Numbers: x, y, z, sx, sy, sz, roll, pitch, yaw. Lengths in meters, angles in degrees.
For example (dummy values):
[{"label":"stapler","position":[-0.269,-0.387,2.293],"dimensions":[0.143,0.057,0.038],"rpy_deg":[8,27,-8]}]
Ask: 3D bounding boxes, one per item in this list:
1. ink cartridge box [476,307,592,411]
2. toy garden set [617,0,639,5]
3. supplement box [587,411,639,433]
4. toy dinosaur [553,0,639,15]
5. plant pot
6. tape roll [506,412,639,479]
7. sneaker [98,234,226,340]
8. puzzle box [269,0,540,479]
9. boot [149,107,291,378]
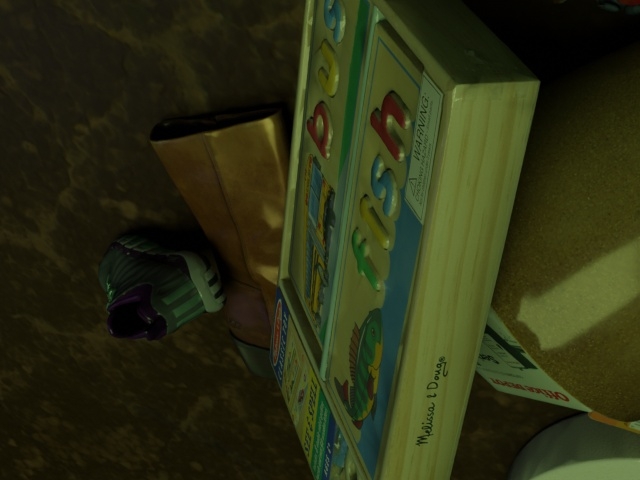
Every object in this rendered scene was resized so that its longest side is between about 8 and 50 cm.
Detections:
[{"label":"ink cartridge box","position":[0.138,0.038,0.862],"dimensions":[0.208,0.087,0.153],"rpy_deg":[42,166,-14]},{"label":"toy garden set","position":[0.235,-0.238,0.565],"dimensions":[0.244,0.049,0.204],"rpy_deg":[-21,150,14]},{"label":"supplement box","position":[0.353,0.139,0.896],"dimensions":[0.233,0.078,0.080],"rpy_deg":[18,133,10]},{"label":"toy dinosaur","position":[0.201,-0.160,0.718],"dimensions":[0.082,0.047,0.090],"rpy_deg":[7,147,48]},{"label":"plant pot","position":[0.248,-0.043,0.688],"dimensions":[0.237,0.237,0.254],"rpy_deg":[43,122,-15]},{"label":"tape roll","position":[0.369,0.318,1.062],"dimensions":[0.392,0.072,0.392],"rpy_deg":[14,135,15]},{"label":"sneaker","position":[-0.188,0.051,1.039],"dimensions":[0.223,0.098,0.083],"rpy_deg":[0,120,56]},{"label":"puzzle box","position":[0.033,0.011,0.745],"dimensions":[0.052,0.272,0.409],"rpy_deg":[-4,125,-16]},{"label":"boot","position":[0.000,0.000,0.966],"dimensions":[0.264,0.096,0.280],"rpy_deg":[4,125,34]}]
